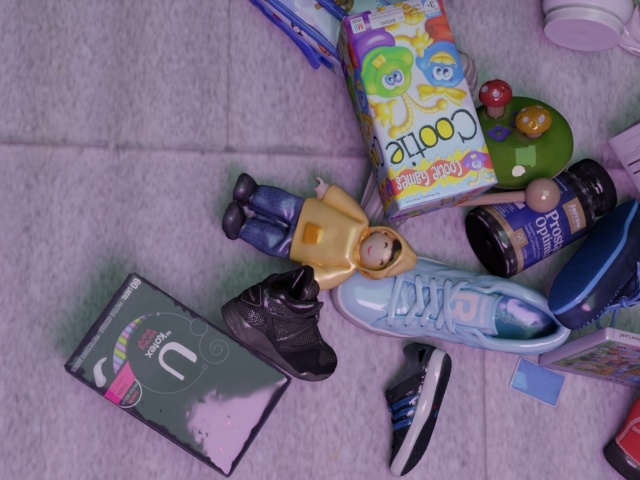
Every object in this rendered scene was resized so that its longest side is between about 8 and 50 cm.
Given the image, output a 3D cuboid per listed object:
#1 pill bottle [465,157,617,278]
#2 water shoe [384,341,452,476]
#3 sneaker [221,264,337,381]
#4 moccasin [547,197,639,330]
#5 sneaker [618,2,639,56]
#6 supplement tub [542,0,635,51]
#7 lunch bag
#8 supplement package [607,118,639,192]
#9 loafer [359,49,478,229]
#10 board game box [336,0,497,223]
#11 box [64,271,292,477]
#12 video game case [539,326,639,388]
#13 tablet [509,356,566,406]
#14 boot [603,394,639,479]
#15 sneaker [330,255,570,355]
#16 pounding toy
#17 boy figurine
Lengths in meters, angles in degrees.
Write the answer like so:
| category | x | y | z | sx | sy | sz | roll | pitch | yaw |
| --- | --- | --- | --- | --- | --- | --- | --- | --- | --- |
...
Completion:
| category | x | y | z | sx | sy | sz | roll | pitch | yaw |
| --- | --- | --- | --- | --- | --- | --- | --- | --- | --- |
| pill bottle | 0.346 | -0.040 | 1.460 | 0.219 | 0.123 | 0.123 | -28 | 88 | -12 |
| water shoe | 0.134 | 0.255 | 1.420 | 0.080 | 0.073 | 0.203 | 19 | 86 | 28 |
| sneaker | -0.022 | 0.119 | 1.334 | 0.130 | 0.087 | 0.227 | -38 | 130 | 14 |
| moccasin | 0.452 | 0.045 | 1.397 | 0.117 | 0.138 | 0.342 | 53 | 45 | -3 |
| sneaker | 0.605 | -0.325 | 1.547 | 0.232 | 0.115 | 0.090 | 22 | 79 | -6 |
| supplement tub | 0.441 | -0.424 | 1.517 | 0.144 | 0.144 | 0.200 | 15 | 80 | -8 |
| lunch bag | 0.020 | -0.405 | 1.460 | 0.303 | 0.115 | 0.243 | 40 | 80 | -2 |
| supplement package | 0.636 | -0.117 | 1.456 | 0.199 | 0.198 | 0.263 | -31 | 88 | -33 |
| loafer | 0.134 | -0.156 | 1.459 | 0.111 | 0.112 | 0.319 | 24 | 82 | 31 |
| board game box | 0.129 | -0.181 | 1.323 | 0.142 | 0.144 | 0.275 | -16 | 84 | -4 |
| box | -0.200 | 0.188 | 1.322 | 0.270 | 0.143 | 0.165 | 34 | 79 | -5 |
| video game case | 0.462 | 0.181 | 1.402 | 0.193 | 0.212 | 0.023 | 13 | 70 | -9 |
| tablet | 0.344 | 0.224 | 1.483 | 0.083 | 0.006 | 0.054 | 24 | 79 | -5 |
| boot | 0.571 | 0.342 | 1.433 | 0.244 | 0.088 | 0.176 | 27 | 116 | 10 |
| sneaker | 0.203 | 0.091 | 1.402 | 0.366 | 0.150 | 0.135 | 8 | 80 | -7 |
| pounding toy | 0.290 | -0.161 | 1.418 | 0.183 | 0.110 | 0.237 | 6 | 52 | 16 |
| boy figurine | 0.000 | 0.000 | 1.376 | 0.285 | 0.092 | 0.177 | 21 | 79 | 13 |
